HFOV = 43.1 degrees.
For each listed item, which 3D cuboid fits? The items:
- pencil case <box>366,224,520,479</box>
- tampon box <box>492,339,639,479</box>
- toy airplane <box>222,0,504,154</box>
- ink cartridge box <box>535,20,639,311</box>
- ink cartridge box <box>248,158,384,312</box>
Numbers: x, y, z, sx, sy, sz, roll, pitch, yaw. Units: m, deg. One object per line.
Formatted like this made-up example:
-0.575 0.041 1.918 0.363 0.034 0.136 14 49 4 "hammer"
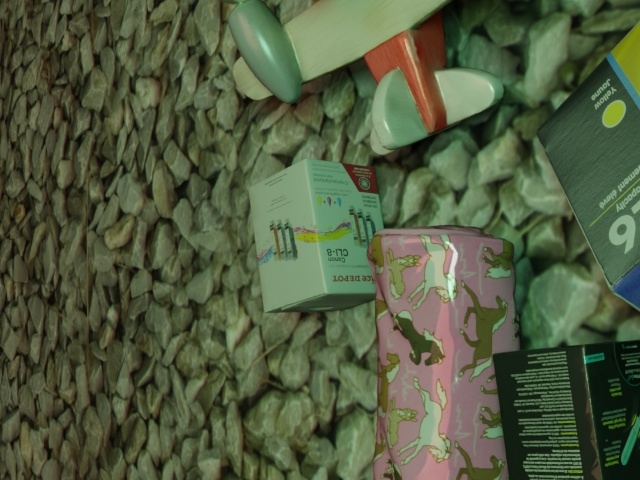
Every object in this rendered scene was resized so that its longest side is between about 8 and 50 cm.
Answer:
0.130 0.177 0.886 0.167 0.160 0.386 161 109 -81 "pencil case"
0.249 0.181 0.778 0.101 0.120 0.161 -15 77 46 "tampon box"
0.047 -0.283 0.920 0.384 0.272 0.386 43 118 40 "toy airplane"
0.340 -0.092 0.668 0.303 0.072 0.307 -49 32 33 "ink cartridge box"
0.000 0.000 1.061 0.127 0.128 0.176 -20 74 45 "ink cartridge box"
